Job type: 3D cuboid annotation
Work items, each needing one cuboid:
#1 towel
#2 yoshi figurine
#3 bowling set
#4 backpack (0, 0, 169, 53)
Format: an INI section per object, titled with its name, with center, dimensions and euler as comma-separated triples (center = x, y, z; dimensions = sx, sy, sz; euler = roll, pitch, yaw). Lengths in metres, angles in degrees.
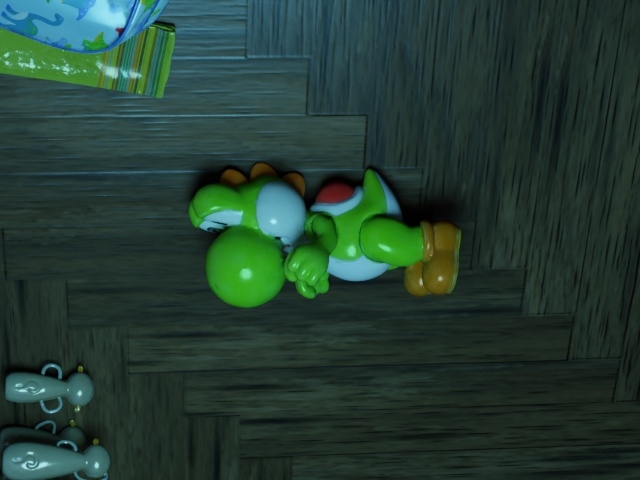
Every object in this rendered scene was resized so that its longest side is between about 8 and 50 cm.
[towel]
center = -0.309, -0.244, 1.888
dimensions = 0.237, 0.021, 0.102
euler = 7, 118, -11
[yoshi figurine]
center = -0.006, 0.027, 1.995
dimensions = 0.362, 0.203, 0.203
euler = 11, 125, -10
[bowling set]
center = -0.392, 0.330, 2.159
dimensions = 0.154, 0.200, 0.287
euler = 3, 78, -15
[backpack]
center = -0.334, -0.361, 1.704
dimensions = 0.355, 0.273, 0.290
euler = 16, 112, -29
